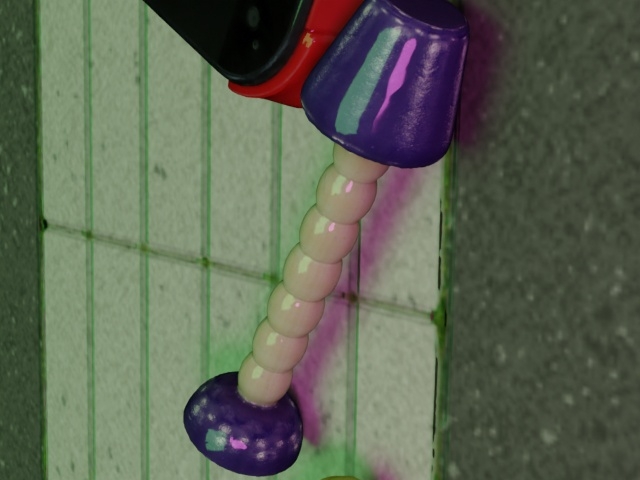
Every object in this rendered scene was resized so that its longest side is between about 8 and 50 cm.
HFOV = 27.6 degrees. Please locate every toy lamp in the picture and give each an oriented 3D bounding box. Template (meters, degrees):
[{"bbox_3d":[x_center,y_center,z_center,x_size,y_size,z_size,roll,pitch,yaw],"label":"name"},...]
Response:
[{"bbox_3d":[0.000,0.000,0.665,0.080,0.080,0.275,47,126,34],"label":"toy lamp"}]

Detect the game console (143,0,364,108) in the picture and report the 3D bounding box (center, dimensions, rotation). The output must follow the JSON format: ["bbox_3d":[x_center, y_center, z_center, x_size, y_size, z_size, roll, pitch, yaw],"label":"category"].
[{"bbox_3d":[-0.035,-0.299,0.689,0.342,0.060,0.386,47,127,40],"label":"game console"}]

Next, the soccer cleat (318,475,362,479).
[{"bbox_3d":[-0.008,0.266,0.703,0.121,0.093,0.289,6,99,54],"label":"soccer cleat"}]
